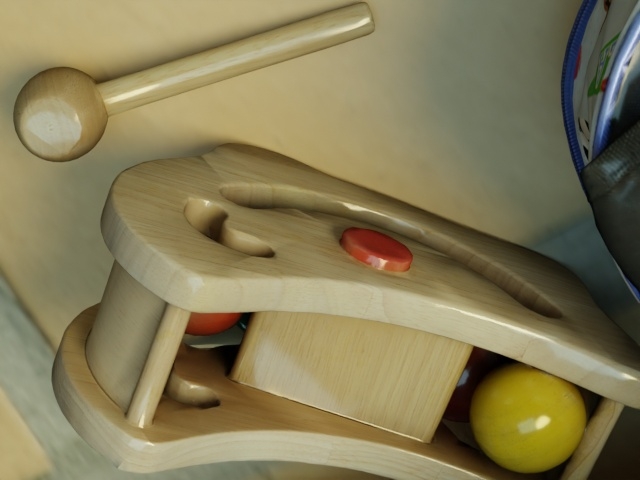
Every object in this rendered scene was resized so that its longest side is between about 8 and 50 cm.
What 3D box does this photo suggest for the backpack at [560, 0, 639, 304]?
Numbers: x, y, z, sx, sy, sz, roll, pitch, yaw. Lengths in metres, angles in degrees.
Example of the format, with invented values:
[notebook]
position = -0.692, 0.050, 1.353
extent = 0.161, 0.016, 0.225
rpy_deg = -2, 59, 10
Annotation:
[backpack]
position = 0.210, -0.054, 0.370
extent = 0.263, 0.213, 0.276
rpy_deg = -39, 94, 9

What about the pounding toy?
[pounding toy]
position = 0.000, 0.000, 0.439
extent = 0.269, 0.154, 0.155
rpy_deg = 21, 110, -1
